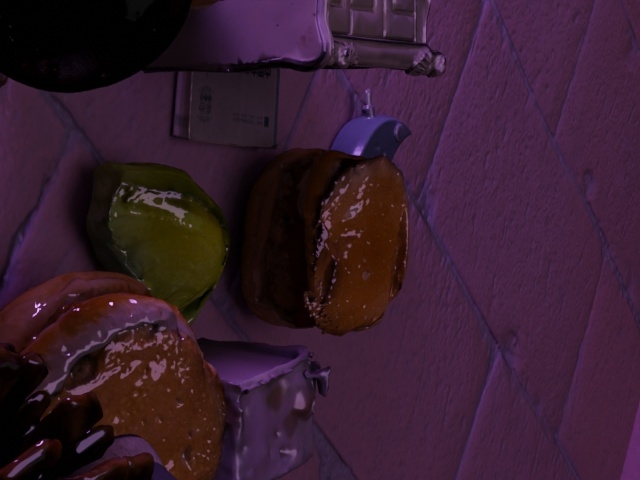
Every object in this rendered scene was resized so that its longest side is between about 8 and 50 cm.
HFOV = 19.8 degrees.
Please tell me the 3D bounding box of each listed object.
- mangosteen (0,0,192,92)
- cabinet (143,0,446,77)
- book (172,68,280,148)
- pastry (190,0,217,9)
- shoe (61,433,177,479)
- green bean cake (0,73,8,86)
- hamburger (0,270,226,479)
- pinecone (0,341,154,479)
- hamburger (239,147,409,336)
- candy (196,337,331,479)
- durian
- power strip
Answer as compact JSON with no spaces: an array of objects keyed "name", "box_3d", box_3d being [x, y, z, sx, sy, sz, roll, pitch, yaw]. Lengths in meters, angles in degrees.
[{"name":"mangosteen","box_3d":[-0.201,-0.228,1.513,0.250,0.211,0.211,-50,141,-79]},{"name":"cabinet","box_3d":[-0.017,-0.320,1.981,0.318,0.227,0.290,-5,96,-61]},{"name":"book","box_3d":[-0.099,-0.250,2.101,0.215,0.025,0.283,-1,94,-62]},{"name":"pastry","box_3d":[-0.201,-0.337,1.742,0.256,0.170,0.237,33,42,-60]},{"name":"shoe","box_3d":[-0.180,0.353,1.628,0.132,0.171,0.336,5,109,-55]},{"name":"green bean cake","box_3d":[-0.342,-0.219,1.548,0.233,0.097,0.198,62,40,-47]},{"name":"hamburger","box_3d":[-0.230,0.181,1.741,0.318,0.158,0.318,-24,123,-42]},{"name":"pinecone","box_3d":[-0.317,0.239,1.410,0.398,0.398,0.398,-18,110,-61]},{"name":"hamburger","box_3d":[0.000,0.000,2.195,0.244,0.163,0.244,-26,121,-52]},{"name":"candy","box_3d":[-0.110,0.185,1.971,0.185,0.195,0.137,-21,111,-57]},{"name":"durian","box_3d":[-0.167,0.001,1.934,0.139,0.101,0.250,-39,143,-4]},{"name":"power strip","box_3d":[0.060,-0.071,2.411,0.167,0.054,0.253,14,83,-64]}]
